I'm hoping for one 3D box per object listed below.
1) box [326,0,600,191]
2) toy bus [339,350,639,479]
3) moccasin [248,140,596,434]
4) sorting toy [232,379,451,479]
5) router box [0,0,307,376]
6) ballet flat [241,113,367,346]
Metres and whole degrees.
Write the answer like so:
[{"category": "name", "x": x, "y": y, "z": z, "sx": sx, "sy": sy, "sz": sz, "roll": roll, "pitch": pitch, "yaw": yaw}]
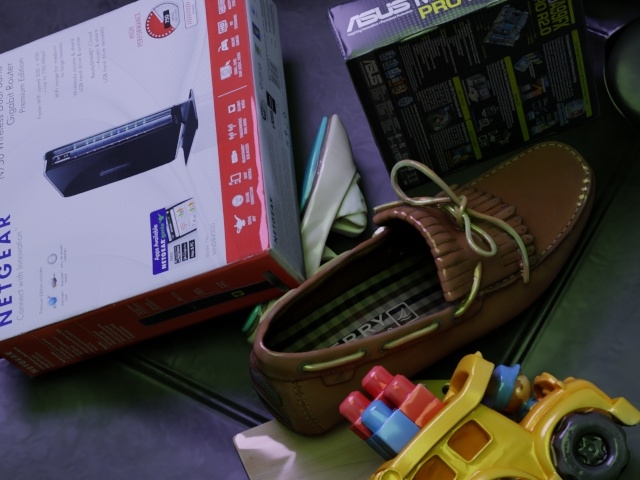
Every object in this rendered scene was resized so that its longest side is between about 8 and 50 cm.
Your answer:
[{"category": "box", "x": 0.138, "y": -0.160, "z": 1.794, "sx": 0.216, "sy": 0.270, "sz": 0.060, "roll": -22, "pitch": 63, "yaw": 3}, {"category": "toy bus", "x": 0.132, "y": 0.171, "z": 1.666, "sx": 0.211, "sy": 0.149, "sz": 0.220, "roll": 45, "pitch": 76, "yaw": 5}, {"category": "moccasin", "x": 0.094, "y": 0.020, "z": 1.768, "sx": 0.380, "sy": 0.147, "sz": 0.139, "roll": -29, "pitch": 56, "yaw": -16}, {"category": "sorting toy", "x": 0.015, "y": 0.213, "z": 1.760, "sx": 0.274, "sy": 0.046, "sz": 0.132, "roll": -21, "pitch": 61, "yaw": -10}, {"category": "router box", "x": -0.177, "y": -0.068, "z": 1.882, "sx": 0.301, "sy": 0.082, "sz": 0.335, "roll": -19, "pitch": 57, "yaw": 18}, {"category": "ballet flat", "x": 0.000, "y": 0.000, "z": 1.866, "sx": 0.086, "sy": 0.086, "sz": 0.248, "roll": 13, "pitch": 70, "yaw": 19}]
